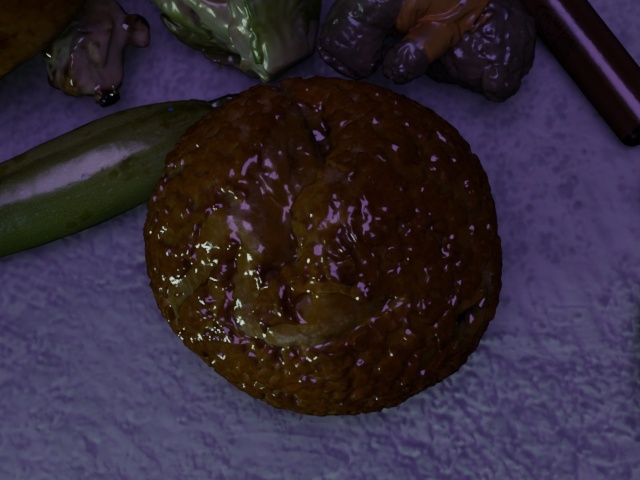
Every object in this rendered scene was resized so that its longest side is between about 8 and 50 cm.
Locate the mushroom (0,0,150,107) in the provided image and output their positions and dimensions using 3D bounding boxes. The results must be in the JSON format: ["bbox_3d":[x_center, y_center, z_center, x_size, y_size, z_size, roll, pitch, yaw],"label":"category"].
[{"bbox_3d":[-0.326,-0.243,1.335,0.345,0.259,0.345,-12,64,26],"label":"mushroom"}]

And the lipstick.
[{"bbox_3d":[0.190,-0.236,1.360,0.057,0.057,0.356,-34,78,-4],"label":"lipstick"}]

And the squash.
[{"bbox_3d":[-0.204,-0.059,1.328,0.341,0.094,0.094,-21,78,-2],"label":"squash"}]

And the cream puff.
[{"bbox_3d":[0.000,0.000,1.244,0.303,0.212,0.303,-1,80,7],"label":"cream puff"}]

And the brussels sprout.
[{"bbox_3d":[-0.066,-0.236,1.330,0.183,0.131,0.145,40,71,-14],"label":"brussels sprout"}]

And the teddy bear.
[{"bbox_3d":[0.103,-0.200,1.310,0.190,0.140,0.177,31,42,-19],"label":"teddy bear"}]
